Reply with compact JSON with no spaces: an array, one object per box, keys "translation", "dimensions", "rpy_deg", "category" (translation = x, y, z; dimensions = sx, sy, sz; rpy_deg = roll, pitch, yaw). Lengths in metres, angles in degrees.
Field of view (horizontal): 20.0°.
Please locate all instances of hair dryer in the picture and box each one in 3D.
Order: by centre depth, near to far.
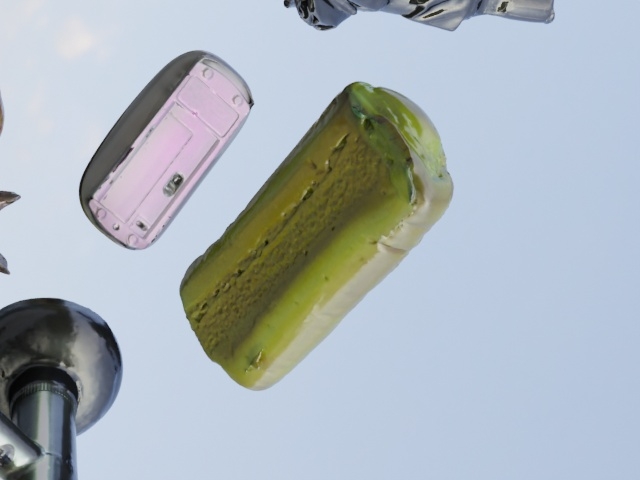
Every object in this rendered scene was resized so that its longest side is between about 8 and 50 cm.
[{"translation":[-0.286,0.118,1.624],"dimensions":[0.320,0.155,0.284],"rpy_deg":[-101,168,-70],"category":"hair dryer"}]

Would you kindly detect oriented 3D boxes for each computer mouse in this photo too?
[{"translation":[-0.225,-0.132,2.646],"dimensions":[0.310,0.158,0.072],"rpy_deg":[-54,-154,-10],"category":"computer mouse"}]

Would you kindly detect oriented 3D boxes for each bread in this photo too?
[{"translation":[0.000,0.000,1.875],"dimensions":[0.383,0.112,0.166],"rpy_deg":[-48,-114,36],"category":"bread"}]

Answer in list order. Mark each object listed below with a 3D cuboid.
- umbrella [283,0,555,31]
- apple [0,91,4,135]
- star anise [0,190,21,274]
[{"translation":[0.106,-0.274,1.977],"dimensions":[0.118,0.340,0.118],"rpy_deg":[-26,-120,60],"category":"umbrella"},{"translation":[-0.477,-0.158,2.177],"dimensions":[0.160,0.195,0.173],"rpy_deg":[-60,-177,36],"category":"apple"},{"translation":[-0.309,-0.008,1.465],"dimensions":[0.042,0.141,0.141],"rpy_deg":[-127,-126,-68],"category":"star anise"}]
